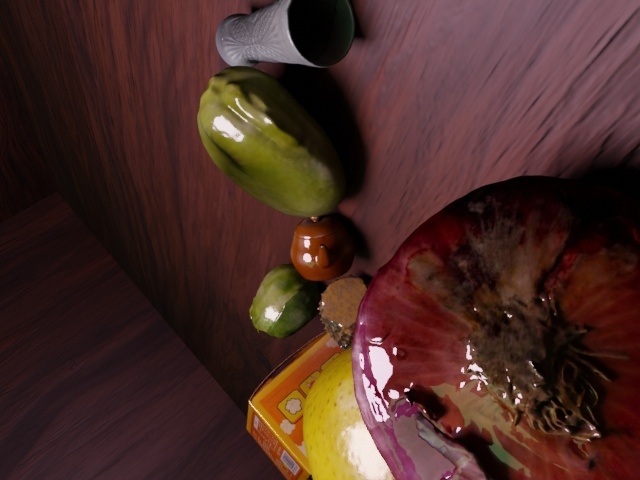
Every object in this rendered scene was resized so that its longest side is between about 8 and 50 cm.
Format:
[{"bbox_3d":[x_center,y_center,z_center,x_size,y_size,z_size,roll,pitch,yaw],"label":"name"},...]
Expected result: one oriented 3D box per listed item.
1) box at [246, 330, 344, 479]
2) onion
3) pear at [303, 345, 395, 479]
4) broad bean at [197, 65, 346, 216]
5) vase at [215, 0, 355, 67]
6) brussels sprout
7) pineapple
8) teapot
[{"bbox_3d":[-0.014,0.385,1.306,0.214,0.259,0.283,44,153,15],"label":"box"},{"bbox_3d":[0.212,0.116,0.566,0.347,0.347,0.285,37,-175,29],"label":"onion"},{"bbox_3d":[0.168,0.293,0.788,0.418,0.362,0.362,18,139,46],"label":"pear"},{"bbox_3d":[-0.075,-0.136,0.846,0.238,0.119,0.291,20,161,32],"label":"broad bean"},{"bbox_3d":[-0.058,-0.265,0.736,0.219,0.096,0.096,18,138,54],"label":"vase"},{"bbox_3d":[-0.068,0.124,1.202,0.131,0.145,0.183,30,-160,-7],"label":"brussels sprout"},{"bbox_3d":[0.065,0.166,1.086,0.125,0.125,0.251,36,160,31],"label":"pineapple"},{"bbox_3d":[0.000,0.000,0.968,0.116,0.116,0.173,62,-175,-21],"label":"teapot"}]
